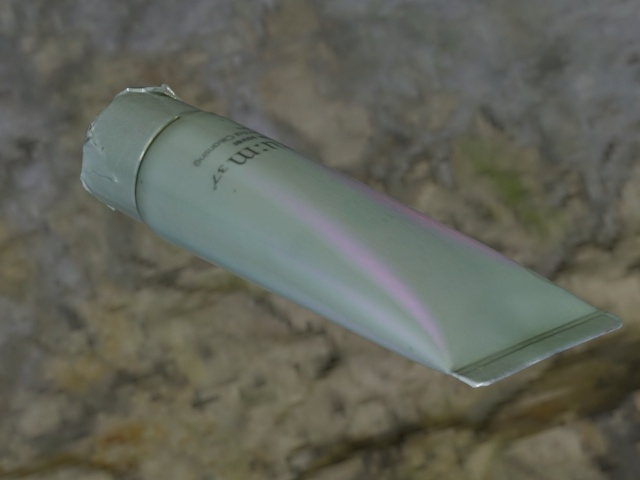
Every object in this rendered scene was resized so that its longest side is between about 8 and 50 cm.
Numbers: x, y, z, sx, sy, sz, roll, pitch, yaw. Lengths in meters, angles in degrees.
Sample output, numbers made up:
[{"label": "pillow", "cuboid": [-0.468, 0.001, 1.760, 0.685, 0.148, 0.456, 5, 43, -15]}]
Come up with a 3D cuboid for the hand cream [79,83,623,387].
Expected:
[{"label": "hand cream", "cuboid": [0.000, 0.000, 0.677, 0.205, 0.049, 0.078, 26, -152, 36]}]
